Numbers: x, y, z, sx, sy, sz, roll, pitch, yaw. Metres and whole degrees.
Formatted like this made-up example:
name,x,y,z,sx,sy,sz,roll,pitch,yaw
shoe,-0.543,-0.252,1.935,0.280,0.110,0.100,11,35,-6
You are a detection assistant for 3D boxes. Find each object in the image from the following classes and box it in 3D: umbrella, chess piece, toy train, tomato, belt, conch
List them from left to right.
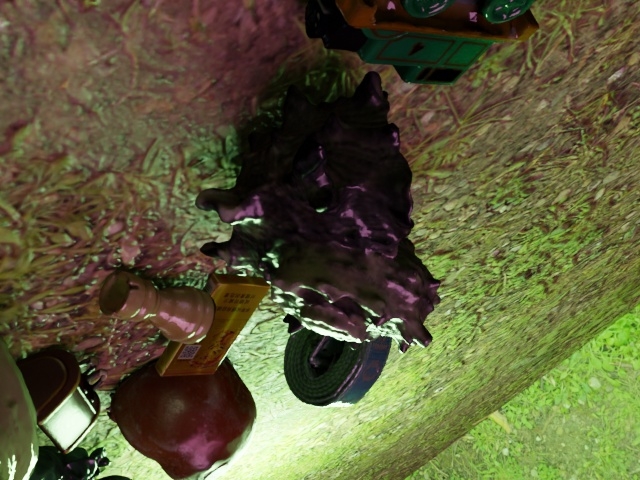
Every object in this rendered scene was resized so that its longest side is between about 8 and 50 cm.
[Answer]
name,x,y,z,sx,sy,sz,roll,pitch,yaw
umbrella,-0.403,0.267,0.791,0.143,0.094,0.349,-28,151,9
chess piece,-0.177,0.070,0.716,0.066,0.066,0.122,-38,145,15
tomato,-0.179,0.261,0.932,0.181,0.155,0.214,-36,150,5
belt,0.020,0.160,0.954,0.082,0.148,0.163,21,80,-52
conch,0.013,0.002,0.596,0.186,0.241,0.313,-30,146,-32
toy train,0.074,-0.182,0.503,0.228,0.091,0.136,-9,156,-33

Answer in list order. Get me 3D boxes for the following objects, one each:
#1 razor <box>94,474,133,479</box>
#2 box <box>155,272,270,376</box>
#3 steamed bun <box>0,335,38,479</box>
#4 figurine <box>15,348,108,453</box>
name,x,y,z,sx,sy,sz,roll,pitch,yaw
razor,-0.372,0.440,0.976,0.204,0.113,0.349,-15,171,-11
box,-0.134,0.107,0.820,0.089,0.022,0.156,8,123,-46
steamed bun,-0.377,0.224,0.545,0.275,0.206,0.320,7,99,-32
figurine,-0.299,0.182,0.784,0.098,0.082,0.154,-39,157,-24
